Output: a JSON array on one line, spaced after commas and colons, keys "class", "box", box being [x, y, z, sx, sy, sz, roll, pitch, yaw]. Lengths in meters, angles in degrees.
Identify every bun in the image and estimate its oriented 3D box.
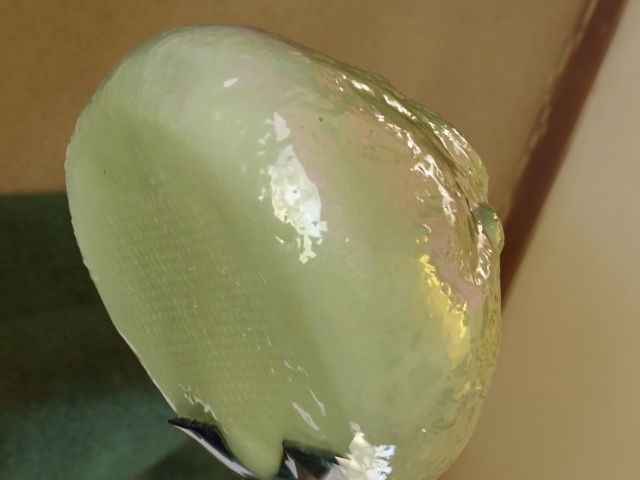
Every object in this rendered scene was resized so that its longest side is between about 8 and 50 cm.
[{"class": "bun", "box": [0.000, 0.000, 0.875, 0.187, 0.293, 0.293, -30, 140, -32]}]
